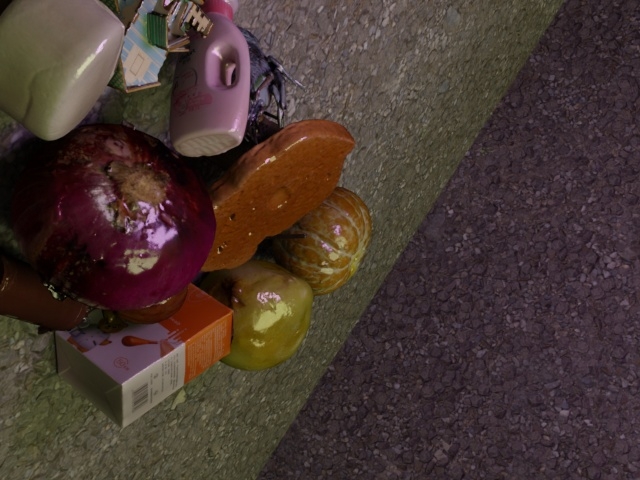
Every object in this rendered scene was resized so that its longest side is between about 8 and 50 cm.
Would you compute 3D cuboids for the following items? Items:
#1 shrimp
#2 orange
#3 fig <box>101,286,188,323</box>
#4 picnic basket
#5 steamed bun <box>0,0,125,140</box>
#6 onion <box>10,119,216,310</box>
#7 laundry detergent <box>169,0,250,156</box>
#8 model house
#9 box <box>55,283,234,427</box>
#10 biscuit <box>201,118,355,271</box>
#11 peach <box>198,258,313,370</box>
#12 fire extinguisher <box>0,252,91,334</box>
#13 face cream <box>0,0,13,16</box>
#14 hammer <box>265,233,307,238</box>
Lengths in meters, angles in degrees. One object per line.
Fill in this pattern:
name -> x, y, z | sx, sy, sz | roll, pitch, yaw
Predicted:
shrimp -> -0.117, -0.298, 1.429 | 0.172, 0.372, 0.137 | -17, 145, 0
orange -> 0.000, 0.000, 2.088 | 0.329, 0.249, 0.329 | -49, 153, -35
fig -> -0.382, 0.094, 1.541 | 0.205, 0.205, 0.205 | -44, 152, -30
picnic basket -> -0.151, -0.213, 1.661 | 0.139, 0.165, 0.267 | -62, 157, 6
steamed bun -> -0.395, -0.248, 1.066 | 0.242, 0.146, 0.164 | -38, -163, 55
onion -> -0.385, -0.021, 1.319 | 0.348, 0.347, 0.385 | -36, -178, -42
laundry detergent -> -0.197, -0.320, 1.336 | 0.088, 0.159, 0.335 | 41, 45, -58
model house -> -0.309, -0.343, 1.190 | 0.206, 0.178, 0.271 | -62, 160, -7
box -> -0.386, 0.227, 1.653 | 0.341, 0.225, 0.143 | -32, 144, -44
biscuit -> -0.120, -0.097, 1.569 | 0.455, 0.078, 0.350 | -37, 164, 0
peach -> -0.183, 0.189, 1.925 | 0.316, 0.281, 0.314 | 6, 121, -58
fire extinguisher -> -0.543, 0.119, 1.388 | 0.147, 0.106, 0.337 | -26, 156, 8
face cream -> -0.480, -0.322, 1.013 | 0.285, 0.067, 0.139 | -50, 160, -18
hammer -> -0.157, -0.008, 1.776 | 0.058, 0.292, 0.029 | -12, 99, -59
